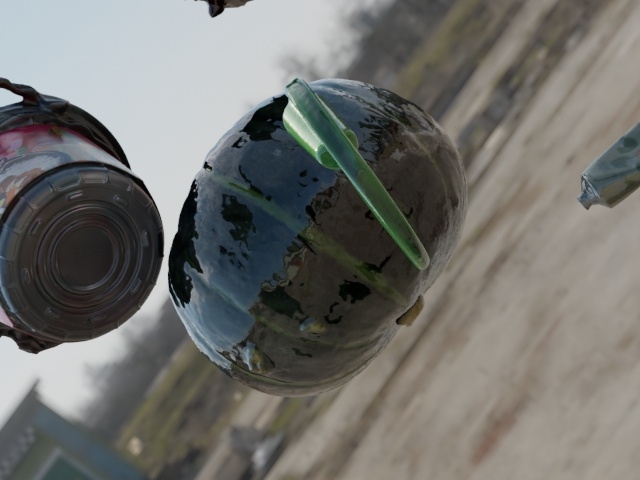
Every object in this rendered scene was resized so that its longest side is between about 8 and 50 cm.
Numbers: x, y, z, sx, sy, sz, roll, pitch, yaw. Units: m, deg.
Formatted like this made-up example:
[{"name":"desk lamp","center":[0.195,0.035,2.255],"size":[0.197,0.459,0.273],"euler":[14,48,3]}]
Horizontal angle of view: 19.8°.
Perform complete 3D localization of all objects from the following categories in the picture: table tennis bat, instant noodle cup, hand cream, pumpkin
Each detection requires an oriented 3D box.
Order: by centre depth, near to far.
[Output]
[{"name":"table tennis bat","center":[0.017,-0.061,1.336],"size":[0.039,0.160,0.257],"euler":[-36,23,0]},{"name":"hand cream","center":[0.265,-0.083,1.427],"size":[0.165,0.037,0.057],"euler":[-43,36,6]},{"name":"pumpkin","center":[0.000,0.000,1.794],"size":[0.323,0.241,0.323],"euler":[-54,-15,-21]},{"name":"instant noodle cup","center":[-0.270,-0.004,1.860],"size":[0.258,0.302,0.181],"euler":[-33,29,-20]}]

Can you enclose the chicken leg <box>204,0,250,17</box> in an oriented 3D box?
[{"name":"chicken leg","center":[-0.143,-0.346,1.751],"size":[0.158,0.096,0.407],"euler":[-40,-34,-15]}]
